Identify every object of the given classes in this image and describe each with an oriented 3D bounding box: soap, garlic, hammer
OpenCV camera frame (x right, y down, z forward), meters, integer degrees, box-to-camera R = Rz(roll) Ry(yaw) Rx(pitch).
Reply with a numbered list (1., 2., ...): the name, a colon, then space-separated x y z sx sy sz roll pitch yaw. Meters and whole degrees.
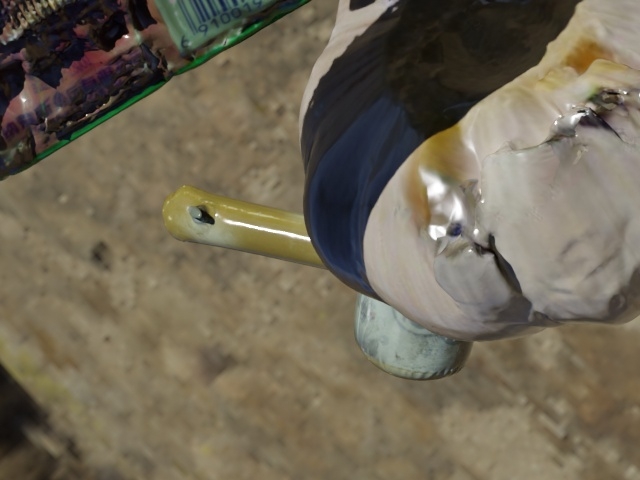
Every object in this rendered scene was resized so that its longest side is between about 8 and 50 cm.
1. soap: -0.106 -0.147 0.928 0.098 0.273 0.218 53 172 51
2. garlic: 0.128 -0.075 1.193 0.322 0.322 0.241 26 135 30
3. hammer: 0.000 0.000 1.700 0.305 0.113 0.202 14 105 16
